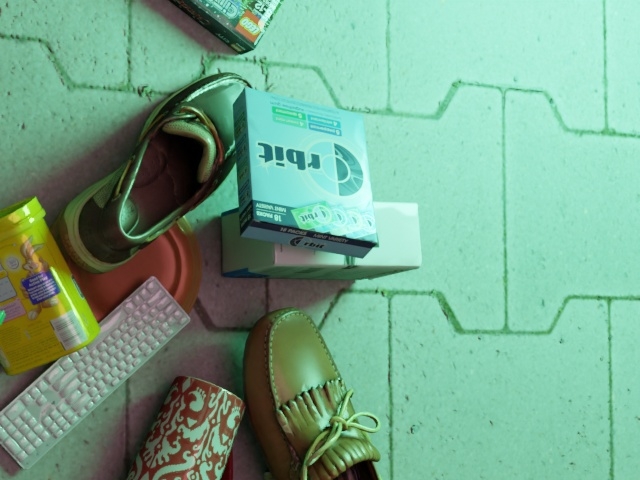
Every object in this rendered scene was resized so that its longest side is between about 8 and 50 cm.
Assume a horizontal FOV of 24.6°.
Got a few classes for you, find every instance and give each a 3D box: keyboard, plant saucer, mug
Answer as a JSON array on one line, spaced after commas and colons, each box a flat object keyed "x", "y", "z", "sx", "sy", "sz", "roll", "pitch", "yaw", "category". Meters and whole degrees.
[{"x": -0.265, "y": 0.150, "z": 1.681, "sx": 0.256, "sy": 0.014, "sz": 0.072, "roll": -43, "pitch": 114, "yaw": -13, "category": "keyboard"}, {"x": -0.228, "y": 0.031, "z": 1.725, "sx": 0.200, "sy": 0.037, "sz": 0.200, "roll": 2, "pitch": 86, "yaw": -28, "category": "plant saucer"}, {"x": -0.159, "y": 0.259, "z": 1.724, "sx": 0.113, "sy": 0.150, "sz": 0.169, "roll": 18, "pitch": 70, "yaw": 11, "category": "mug"}]

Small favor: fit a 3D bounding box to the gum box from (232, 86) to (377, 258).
[{"x": -0.019, "y": -0.078, "z": 1.690, "sx": 0.157, "sy": 0.041, "sz": 0.184, "roll": 11, "pitch": 54, "yaw": -25, "category": "gum box"}]

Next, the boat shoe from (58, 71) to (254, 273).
[{"x": -0.158, "y": -0.093, "z": 1.690, "sx": 0.123, "sy": 0.123, "sz": 0.342, "roll": 54, "pitch": 48, "yaw": -12, "category": "boat shoe"}]

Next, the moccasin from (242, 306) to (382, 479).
[{"x": 0.010, "y": 0.263, "z": 1.739, "sx": 0.139, "sy": 0.147, "sz": 0.380, "roll": -11, "pitch": 87, "yaw": -38, "category": "moccasin"}]

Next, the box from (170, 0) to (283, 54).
[{"x": -0.140, "y": -0.360, "z": 1.795, "sx": 0.233, "sy": 0.044, "sz": 0.159, "roll": 36, "pitch": 71, "yaw": -21, "category": "box"}]

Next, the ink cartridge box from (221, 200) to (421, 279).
[{"x": 0.000, "y": 0.000, "z": 1.786, "sx": 0.203, "sy": 0.148, "sz": 0.085, "roll": 1, "pitch": 82, "yaw": -29, "category": "ink cartridge box"}]

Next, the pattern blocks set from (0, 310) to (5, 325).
[{"x": -0.477, "y": 0.010, "z": 1.508, "sx": 0.325, "sy": 0.026, "sz": 0.285, "roll": 40, "pitch": 62, "yaw": 9, "category": "pattern blocks set"}]

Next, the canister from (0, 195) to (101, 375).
[{"x": -0.333, "y": 0.053, "z": 1.622, "sx": 0.126, "sy": 0.073, "sz": 0.170, "roll": -21, "pitch": 103, "yaw": 17, "category": "canister"}]

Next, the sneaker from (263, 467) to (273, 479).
[{"x": -0.037, "y": 0.276, "z": 1.816, "sx": 0.083, "sy": 0.032, "sz": 0.037, "roll": -4, "pitch": 82, "yaw": -38, "category": "sneaker"}]
